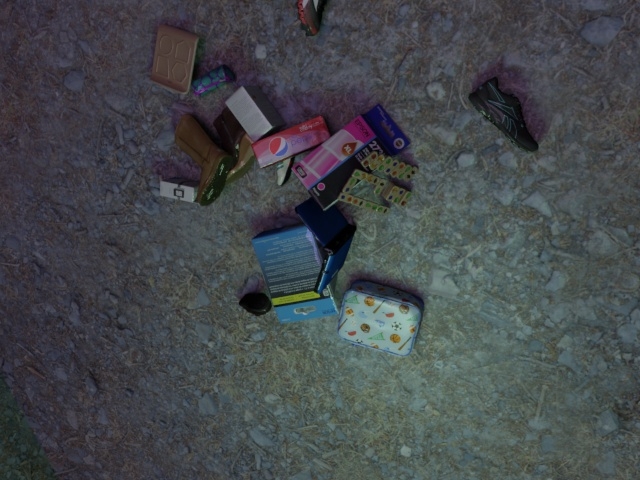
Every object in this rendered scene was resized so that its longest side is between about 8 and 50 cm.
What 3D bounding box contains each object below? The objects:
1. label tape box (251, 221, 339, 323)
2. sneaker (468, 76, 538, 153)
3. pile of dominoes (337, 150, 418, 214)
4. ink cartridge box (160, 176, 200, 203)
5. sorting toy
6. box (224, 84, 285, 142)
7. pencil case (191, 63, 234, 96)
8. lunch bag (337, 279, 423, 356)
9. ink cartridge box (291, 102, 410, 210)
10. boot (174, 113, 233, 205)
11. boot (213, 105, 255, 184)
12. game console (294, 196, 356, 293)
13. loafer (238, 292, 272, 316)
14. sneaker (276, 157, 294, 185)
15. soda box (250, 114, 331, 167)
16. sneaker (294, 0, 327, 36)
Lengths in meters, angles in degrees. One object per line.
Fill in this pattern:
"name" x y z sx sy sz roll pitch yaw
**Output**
"label tape box" -0.079 0.116 1.920 0.249 0.115 0.348 -13 104 23
"sneaker" 0.572 -0.375 1.562 0.267 0.101 0.106 45 112 1
"pile of dominoes" 0.201 -0.178 1.682 0.196 0.251 0.040 -59 42 21
"ink cartridge box" -0.505 -0.192 1.968 0.180 0.104 0.060 12 109 14
"sorting toy" -0.522 -0.651 1.856 0.193 0.038 0.208 26 108 24
"box" -0.223 -0.440 1.786 0.091 0.130 0.170 -35 93 25
"pencil case" -0.383 -0.566 1.833 0.151 0.070 0.064 -20 137 24
"lunch bag" 0.209 0.288 1.879 0.303 0.115 0.243 15 113 12
"ink cartridge box" 0.101 -0.276 1.687 0.371 0.069 0.176 -38 89 -2
"boot" -0.447 -0.293 1.891 0.269 0.089 0.236 43 113 26
"boot" -0.331 -0.347 1.893 0.248 0.090 0.207 -42 76 28
"game console" 0.000 0.000 1.759 0.173 0.293 0.250 23 112 12
"loafer" -0.238 0.252 1.998 0.078 0.080 0.220 48 160 -22
"sneaker" -0.140 -0.279 1.850 0.075 0.057 0.161 21 107 13
"soda box" -0.097 -0.333 1.759 0.263 0.083 0.092 -22 95 5
"sneaker" -0.007 -0.789 1.625 0.135 0.097 0.276 7 107 18
